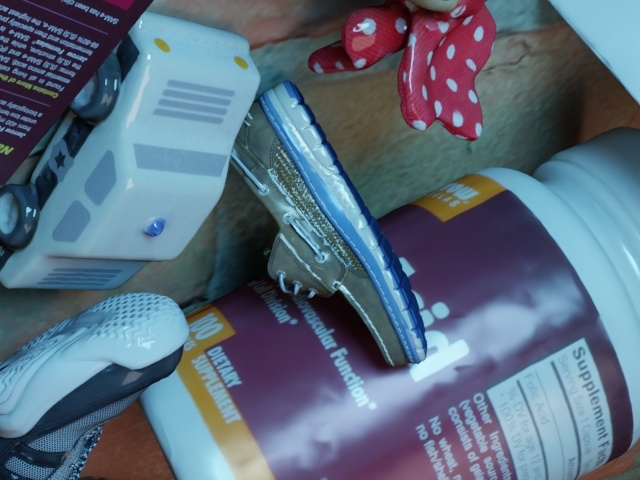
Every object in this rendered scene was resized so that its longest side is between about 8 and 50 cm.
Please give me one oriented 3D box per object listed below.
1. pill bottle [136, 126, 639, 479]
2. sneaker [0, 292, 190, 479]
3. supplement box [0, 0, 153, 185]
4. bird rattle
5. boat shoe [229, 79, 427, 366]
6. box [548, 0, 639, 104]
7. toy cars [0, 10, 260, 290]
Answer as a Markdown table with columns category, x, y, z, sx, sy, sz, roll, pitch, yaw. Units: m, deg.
| category | x | y | z | sx | sy | sz | roll | pitch | yaw |
| --- | --- | --- | --- | --- | --- | --- | --- | --- | --- |
| pill bottle | 0.083 | 0.086 | 0.884 | 0.392 | 0.224 | 0.224 | -27 | 148 | -11 |
| sneaker | -0.157 | 0.142 | 0.765 | 0.269 | 0.153 | 0.101 | -30 | -171 | 23 |
| supplement box | -0.125 | -0.139 | 0.525 | 0.239 | 0.073 | 0.130 | -47 | 147 | 19 |
| bird rattle | 0.080 | -0.166 | 0.635 | 0.207 | 0.143 | 0.253 | -51 | 152 | -4 |
| boat shoe | 0.000 | 0.000 | 0.757 | 0.066 | 0.183 | 0.066 | -29 | 180 | 8 |
| box | 0.332 | -0.095 | 0.871 | 0.168 | 0.215 | 0.345 | -43 | 148 | 15 |
| toy cars | -0.190 | 0.026 | 0.681 | 0.394 | 0.087 | 0.176 | -30 | 149 | -6 |
